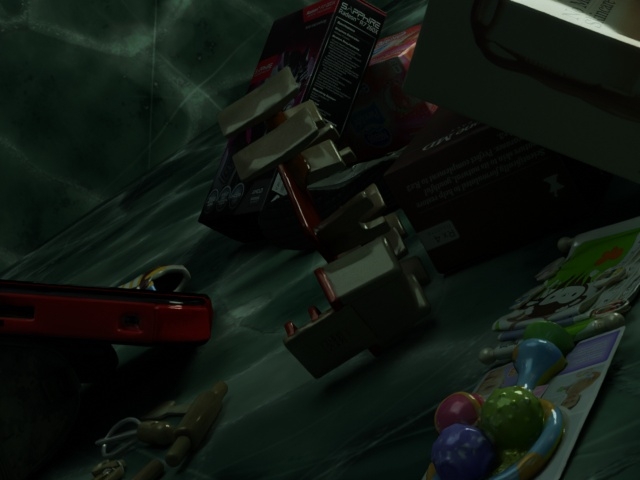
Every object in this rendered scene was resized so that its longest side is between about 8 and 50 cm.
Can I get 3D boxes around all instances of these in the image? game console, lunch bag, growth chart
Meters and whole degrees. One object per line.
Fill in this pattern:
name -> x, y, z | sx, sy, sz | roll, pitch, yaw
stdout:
game console -> -0.328, 0.085, 1.807 | 0.387, 0.060, 0.342 | 5, -1, -4
lunch bag -> -0.471, 0.234, 1.775 | 0.305, 0.212, 0.256 | -20, -1, 37
growth chart -> 0.229, 0.038, 1.269 | 0.172, 0.021, 0.237 | -22, 14, 39

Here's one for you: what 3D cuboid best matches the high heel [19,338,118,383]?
high heel -> -0.412, 0.148, 1.973 | 0.261, 0.093, 0.186 | 8, -6, 27

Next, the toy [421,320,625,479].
toy -> 0.127, 0.131, 1.063 | 0.137, 0.056, 0.237 | -23, 15, 38

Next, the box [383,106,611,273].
box -> 0.232, -0.126, 1.636 | 0.191, 0.143, 0.381 | -24, 16, 30

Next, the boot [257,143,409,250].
boot -> 0.045, -0.065, 2.019 | 0.247, 0.083, 0.161 | -21, 8, 20

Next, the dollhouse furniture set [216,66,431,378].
dollhouse furniture set -> 0.000, 0.000, 1.481 | 0.135, 0.262, 0.259 | -32, 43, 8

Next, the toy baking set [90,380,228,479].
toy baking set -> -0.188, 0.213, 1.554 | 0.197, 0.030, 0.256 | -25, 14, 27

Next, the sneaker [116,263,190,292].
sneaker -> -0.277, 0.091, 2.155 | 0.185, 0.069, 0.084 | -38, 9, -23

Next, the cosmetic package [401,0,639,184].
cosmetic package -> 0.246, -0.165, 1.366 | 0.153, 0.296, 0.129 | -54, -17, -57

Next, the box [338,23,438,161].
box -> 0.117, -0.232, 2.293 | 0.142, 0.154, 0.300 | -40, 16, -30

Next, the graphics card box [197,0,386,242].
graphics card box -> -0.045, -0.184, 2.212 | 0.233, 0.094, 0.370 | -5, 63, 61
